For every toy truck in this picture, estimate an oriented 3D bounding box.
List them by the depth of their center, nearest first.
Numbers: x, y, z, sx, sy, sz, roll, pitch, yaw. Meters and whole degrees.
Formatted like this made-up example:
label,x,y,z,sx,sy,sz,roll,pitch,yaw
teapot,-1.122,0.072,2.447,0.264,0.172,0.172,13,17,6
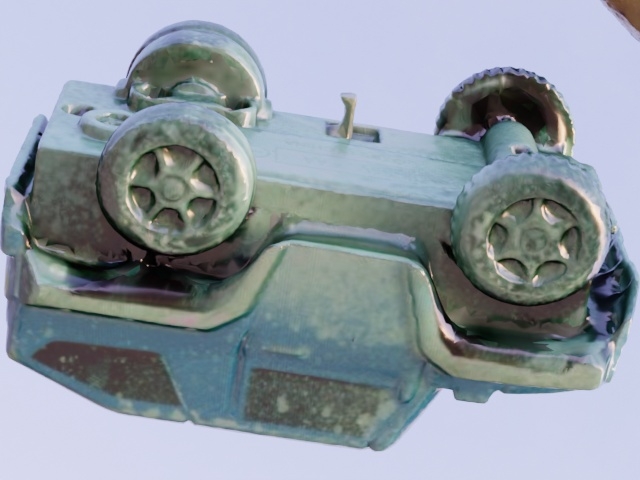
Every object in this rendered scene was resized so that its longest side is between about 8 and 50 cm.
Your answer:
label,x,y,z,sx,sy,sz,roll,pitch,yaw
toy truck,0.000,0.000,0.822,0.278,0.155,0.156,9,-68,-4

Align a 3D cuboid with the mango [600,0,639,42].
label,x,y,z,sx,sy,sz,roll,pitch,yaw
mango,0.225,-0.284,1.324,0.175,0.176,0.330,175,-94,-69
